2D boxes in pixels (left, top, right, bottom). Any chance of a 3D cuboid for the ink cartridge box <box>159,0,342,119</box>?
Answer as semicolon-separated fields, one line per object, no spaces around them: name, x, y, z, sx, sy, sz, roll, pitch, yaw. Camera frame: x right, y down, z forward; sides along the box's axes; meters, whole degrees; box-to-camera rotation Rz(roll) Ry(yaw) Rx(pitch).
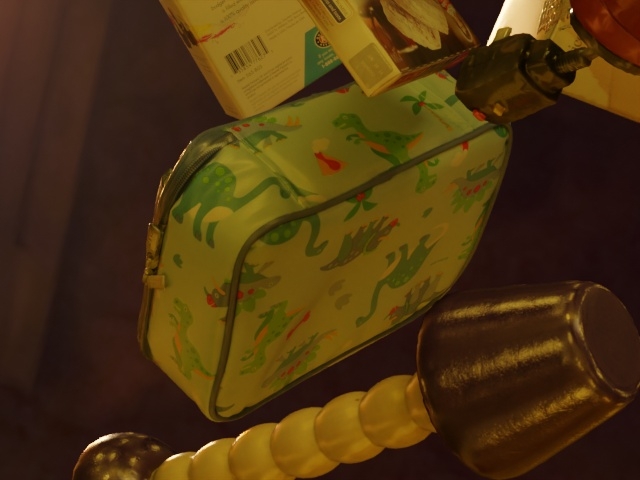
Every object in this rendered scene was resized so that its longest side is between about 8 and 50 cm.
ink cartridge box;-0.062;-0.190;1.167;0.181;0.104;0.061;60;-11;-21

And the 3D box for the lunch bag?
lunch bag;0.000;0.000;0.927;0.219;0.090;0.176;-26;145;-34

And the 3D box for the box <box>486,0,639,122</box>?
box;0.293;-0.138;1.149;0.121;0.311;0.148;-118;-133;-69

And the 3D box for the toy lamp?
toy lamp;0.009;0.083;0.681;0.275;0.080;0.080;-26;-149;37

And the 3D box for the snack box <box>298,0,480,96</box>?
snack box;0.035;-0.108;0.781;0.022;0.064;0.178;-37;178;20

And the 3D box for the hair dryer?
hair dryer;0.140;-0.178;0.702;0.293;0.080;0.223;-10;-107;59
